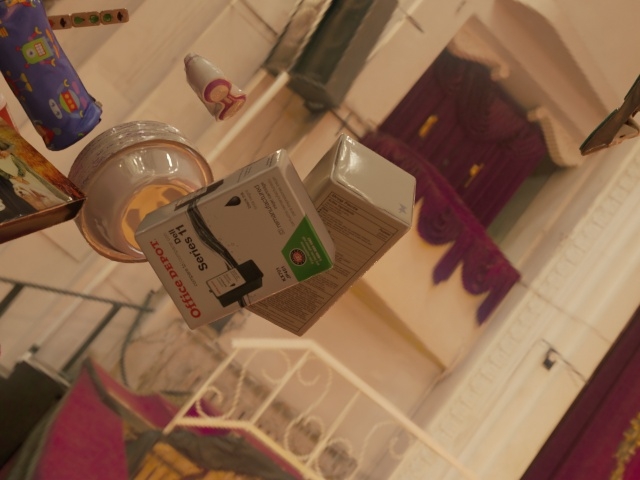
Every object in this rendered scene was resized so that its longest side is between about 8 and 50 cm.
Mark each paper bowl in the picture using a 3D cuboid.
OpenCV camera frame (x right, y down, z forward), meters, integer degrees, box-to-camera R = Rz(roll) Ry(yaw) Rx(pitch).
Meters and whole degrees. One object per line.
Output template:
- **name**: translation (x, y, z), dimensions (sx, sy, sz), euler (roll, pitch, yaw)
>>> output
- **paper bowl**: translation (-0.342, -0.080, 1.631), dimensions (0.148, 0.284, 0.284), euler (49, -2, 44)

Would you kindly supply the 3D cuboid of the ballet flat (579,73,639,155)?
- **ballet flat**: translation (0.510, -0.207, 1.352), dimensions (0.068, 0.213, 0.072), euler (43, 28, 17)

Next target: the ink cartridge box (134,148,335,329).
- **ink cartridge box**: translation (-0.107, 0.001, 1.055), dimensions (0.153, 0.209, 0.087), euler (61, 12, -17)

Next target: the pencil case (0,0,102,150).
- **pencil case**: translation (-0.517, -0.317, 1.537), dimensions (0.119, 0.133, 0.306), euler (27, -34, 58)

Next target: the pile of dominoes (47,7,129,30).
- **pile of dominoes**: translation (-0.502, -0.522, 1.665), dimensions (0.040, 0.251, 0.195), euler (-131, -146, -57)

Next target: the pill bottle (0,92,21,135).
- **pill bottle**: translation (-0.782, -0.276, 1.944), dimensions (0.121, 0.121, 0.216), euler (29, -37, 39)

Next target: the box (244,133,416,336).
- **box**: translation (0.000, 0.000, 1.288), dimensions (0.148, 0.121, 0.311), euler (31, -51, -16)

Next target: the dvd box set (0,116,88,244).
- **dvd box set**: translation (-0.652, -0.159, 1.433), dimensions (0.420, 0.062, 0.308), euler (41, 26, 9)

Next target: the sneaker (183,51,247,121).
- **sneaker**: translation (-0.293, -0.429, 2.295), dimensions (0.152, 0.114, 0.305), euler (50, -3, 12)
